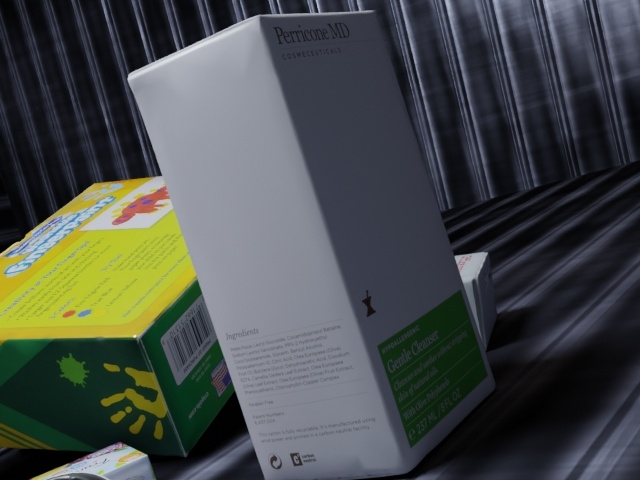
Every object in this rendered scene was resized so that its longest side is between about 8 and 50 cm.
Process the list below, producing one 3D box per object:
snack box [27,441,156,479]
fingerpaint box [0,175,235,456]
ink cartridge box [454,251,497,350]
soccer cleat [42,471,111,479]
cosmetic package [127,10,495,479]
[{"bbox_3d":[-0.238,0.241,0.876,0.141,0.037,0.100,-20,7,-27],"label":"snack box"},{"bbox_3d":[-0.240,0.071,1.168,0.371,0.163,0.445,-4,26,25],"label":"fingerpaint box"},{"bbox_3d":[0.095,0.080,1.074,0.208,0.087,0.153,-9,8,18],"label":"ink cartridge box"},{"bbox_3d":[-0.279,0.253,0.624,0.318,0.108,0.116,-21,-15,-18],"label":"soccer cleat"},{"bbox_3d":[0.000,0.000,0.797,0.155,0.365,0.197,-14,6,35],"label":"cosmetic package"}]
